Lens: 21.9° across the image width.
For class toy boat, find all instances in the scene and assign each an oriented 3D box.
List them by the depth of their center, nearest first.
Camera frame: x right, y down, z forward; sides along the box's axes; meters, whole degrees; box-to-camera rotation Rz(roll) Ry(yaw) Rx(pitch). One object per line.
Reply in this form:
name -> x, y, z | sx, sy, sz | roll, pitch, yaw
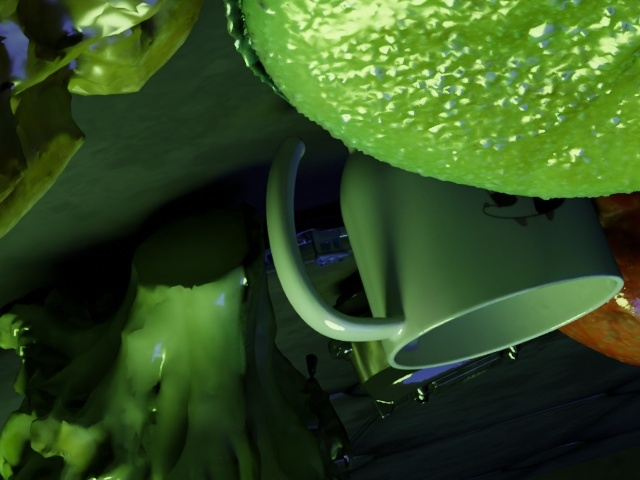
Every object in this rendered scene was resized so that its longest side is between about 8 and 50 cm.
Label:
toy boat -> 0.000, 0.000, 1.076 | 0.083, 0.038, 0.038 | -17, 164, -2

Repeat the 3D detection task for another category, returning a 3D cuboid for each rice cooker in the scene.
rice cooker -> 0.088, 0.062, 1.262 | 0.165, 0.106, 0.112 | -30, 168, -1

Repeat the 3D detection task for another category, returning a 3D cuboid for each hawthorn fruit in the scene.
hawthorn fruit -> 0.185, -0.004, 1.102 | 0.165, 0.165, 0.285 | -29, 152, 32

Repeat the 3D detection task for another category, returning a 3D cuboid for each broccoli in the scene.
broccoli -> -0.088, 0.106, 0.999 | 0.288, 0.245, 0.248 | 11, -151, 28

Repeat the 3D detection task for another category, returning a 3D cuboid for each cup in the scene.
cup -> 0.059, -0.012, 0.908 | 0.174, 0.142, 0.134 | -19, 165, 0

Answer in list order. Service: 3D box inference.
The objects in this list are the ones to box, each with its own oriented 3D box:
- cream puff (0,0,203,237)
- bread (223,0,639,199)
cream puff -> -0.110, -0.088, 0.428 | 0.195, 0.194, 0.221 | -19, 168, 3
bread -> 0.109, -0.100, 0.680 | 0.301, 0.045, 0.301 | 0, 148, 0
